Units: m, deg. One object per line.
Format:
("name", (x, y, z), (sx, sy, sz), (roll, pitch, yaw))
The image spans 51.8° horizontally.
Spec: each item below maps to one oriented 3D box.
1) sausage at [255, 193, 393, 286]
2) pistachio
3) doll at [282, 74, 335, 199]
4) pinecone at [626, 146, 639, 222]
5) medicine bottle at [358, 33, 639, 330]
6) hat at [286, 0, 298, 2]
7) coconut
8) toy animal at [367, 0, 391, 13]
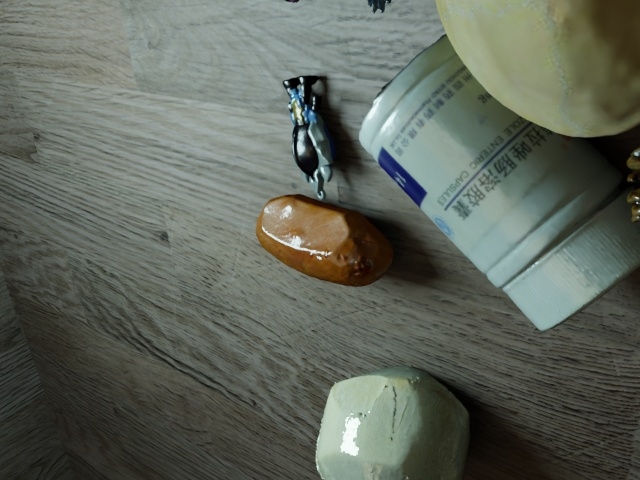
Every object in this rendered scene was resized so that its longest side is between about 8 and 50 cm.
("sausage", (0.001, 0.001, 1.073), (0.258, 0.133, 0.133), (18, 125, 37))
("pistachio", (0.229, -0.252, 0.624), (0.238, 0.229, 0.321), (-34, 86, 42))
("doll", (-0.017, -0.159, 1.037), (0.096, 0.070, 0.195), (6, 110, 54))
("pinecone", (0.380, -0.039, 0.599), (0.185, 0.169, 0.212), (-9, 117, 16))
("medicine bottle", (0.221, -0.068, 0.777), (0.332, 0.190, 0.190), (47, 137, 11))
("hat", (-0.121, -0.422, 0.968), (0.227, 0.129, 0.140), (39, 179, -4))
("coconut", (0.118, 0.319, 1.075), (0.245, 0.247, 0.245), (7, 150, 4))
("toy animal", (0.061, -0.351, 0.824), (0.062, 0.108, 0.220), (114, 149, -47))
